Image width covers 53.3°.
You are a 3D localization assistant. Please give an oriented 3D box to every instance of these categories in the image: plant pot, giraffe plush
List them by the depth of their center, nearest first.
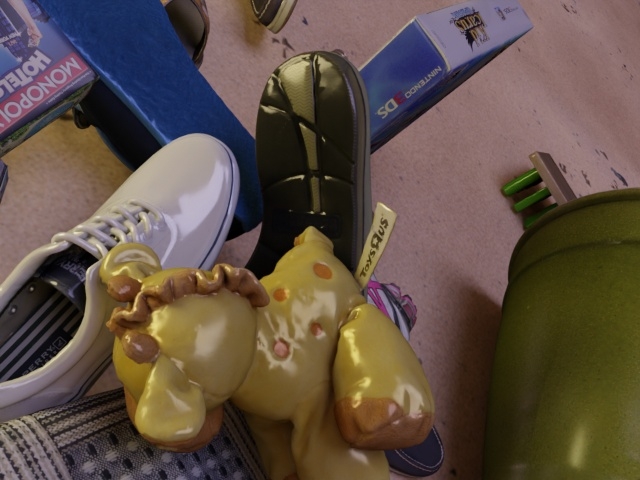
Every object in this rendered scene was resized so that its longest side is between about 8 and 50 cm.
[{"bbox_3d":[-0.046,0.075,0.393,0.170,0.181,0.210,1,101,-35],"label":"giraffe plush"},{"bbox_3d":[0.327,0.195,0.668,0.366,0.366,0.353,44,53,-11],"label":"plant pot"}]

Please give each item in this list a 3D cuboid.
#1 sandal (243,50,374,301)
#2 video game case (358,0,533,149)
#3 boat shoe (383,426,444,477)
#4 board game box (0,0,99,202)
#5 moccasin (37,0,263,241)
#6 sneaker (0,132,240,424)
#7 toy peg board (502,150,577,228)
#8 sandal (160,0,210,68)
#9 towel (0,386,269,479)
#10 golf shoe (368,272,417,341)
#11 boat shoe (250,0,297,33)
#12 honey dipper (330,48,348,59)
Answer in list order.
[{"bbox_3d":[0.001,-0.001,0.539,0.120,0.303,0.086,16,17,24],"label":"sandal"},{"bbox_3d":[0.074,-0.149,0.692,0.061,0.269,0.244,53,42,-2],"label":"video game case"},{"bbox_3d":[0.063,0.155,0.616,0.206,0.065,0.075,52,52,-13],"label":"boat shoe"},{"bbox_3d":[-0.270,-0.095,0.457,0.194,0.060,0.194,-43,103,-22],"label":"board game box"},{"bbox_3d":[-0.184,-0.133,0.565,0.137,0.117,0.342,-35,93,-44],"label":"moccasin"},{"bbox_3d":[-0.141,0.019,0.436,0.094,0.091,0.258,30,69,7],"label":"sneaker"},{"bbox_3d":[0.384,-0.061,1.080,0.161,0.079,0.160,62,26,8],"label":"toy peg board"},{"bbox_3d":[-0.160,-0.233,0.692,0.090,0.060,0.219,25,49,-29],"label":"sandal"},{"bbox_3d":[-0.052,0.224,0.385,0.324,0.056,0.312,54,22,18],"label":"towel"},{"bbox_3d":[0.026,0.054,0.664,0.186,0.067,0.086,43,44,-12],"label":"golf shoe"},{"bbox_3d":[-0.086,-0.382,0.837,0.092,0.103,0.285,15,50,-29],"label":"boat shoe"},{"bbox_3d":[-0.014,-0.218,0.842,0.030,0.030,0.160,51,44,-3],"label":"honey dipper"}]
